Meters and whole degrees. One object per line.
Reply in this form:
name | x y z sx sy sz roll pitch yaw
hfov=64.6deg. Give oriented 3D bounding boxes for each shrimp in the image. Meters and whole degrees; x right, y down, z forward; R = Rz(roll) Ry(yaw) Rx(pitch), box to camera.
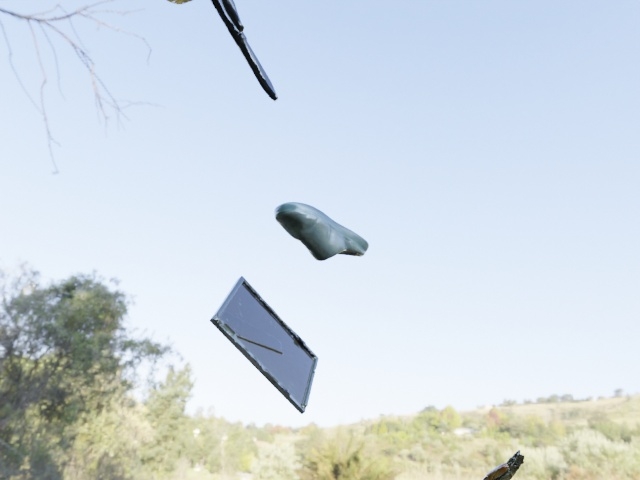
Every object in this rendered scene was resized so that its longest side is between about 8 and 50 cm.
shrimp | 0.303 0.395 0.858 0.059 0.023 0.108 9 -59 -27

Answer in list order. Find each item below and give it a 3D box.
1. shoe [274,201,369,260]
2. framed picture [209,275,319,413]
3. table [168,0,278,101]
shoe | 0.000 0.000 1.137 0.251 0.100 0.103 24 -24 -29
framed picture | -0.110 0.219 1.109 0.019 0.209 0.281 -38 -81 19
table | -0.098 -0.366 0.715 0.317 0.249 0.317 -36 -5 -4
